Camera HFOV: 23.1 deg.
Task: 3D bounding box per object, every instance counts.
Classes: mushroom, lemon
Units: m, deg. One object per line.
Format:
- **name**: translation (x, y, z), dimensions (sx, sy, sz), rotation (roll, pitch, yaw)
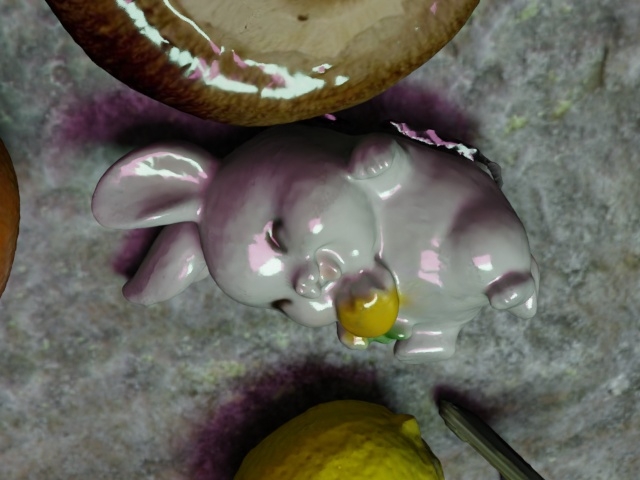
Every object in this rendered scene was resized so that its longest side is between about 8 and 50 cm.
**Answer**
- **mushroom**: translation (-0.034, -0.232, 0.995), dimensions (0.345, 0.239, 0.345), rotation (2, 110, 5)
- **lemon**: translation (0.012, 0.227, 1.322), dimensions (0.193, 0.180, 0.180), rotation (-50, 126, -17)

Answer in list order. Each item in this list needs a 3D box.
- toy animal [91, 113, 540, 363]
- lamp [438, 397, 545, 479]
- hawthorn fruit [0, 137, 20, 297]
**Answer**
- **toy animal**: translation (0.004, -0.003, 1.185), dimensions (0.325, 0.154, 0.208), rotation (4, 146, 8)
- **lamp**: translation (0.166, 0.300, 1.398), dimensions (0.124, 0.203, 0.283), rotation (-3, 122, -34)
- **hawthorn fruit**: translation (-0.300, 0.001, 1.101), dimensions (0.199, 0.199, 0.251), rotation (-11, 149, -6)
